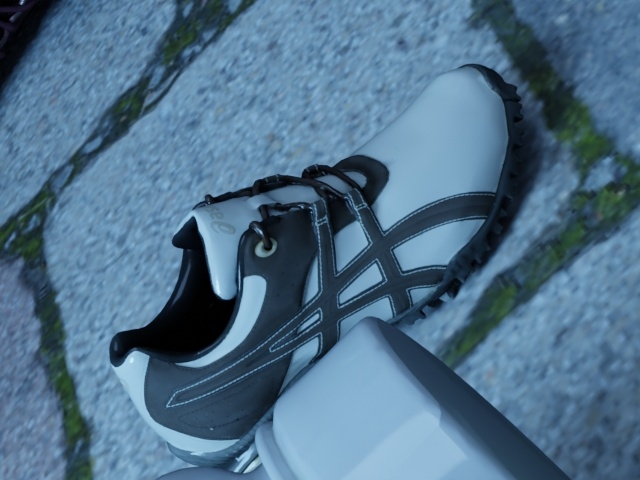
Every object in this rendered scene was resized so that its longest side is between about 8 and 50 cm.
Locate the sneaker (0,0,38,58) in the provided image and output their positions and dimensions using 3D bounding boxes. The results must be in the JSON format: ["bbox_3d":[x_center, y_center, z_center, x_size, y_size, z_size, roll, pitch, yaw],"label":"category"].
[{"bbox_3d":[-0.182,-0.137,1.132,0.281,0.106,0.162,-26,44,49],"label":"sneaker"}]

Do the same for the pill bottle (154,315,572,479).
[{"bbox_3d":[-0.034,0.168,0.571,0.283,0.160,0.160,-48,32,4],"label":"pill bottle"}]

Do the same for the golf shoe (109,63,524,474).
[{"bbox_3d":[0.000,0.000,0.766,0.198,0.094,0.077,-54,31,-8],"label":"golf shoe"}]
